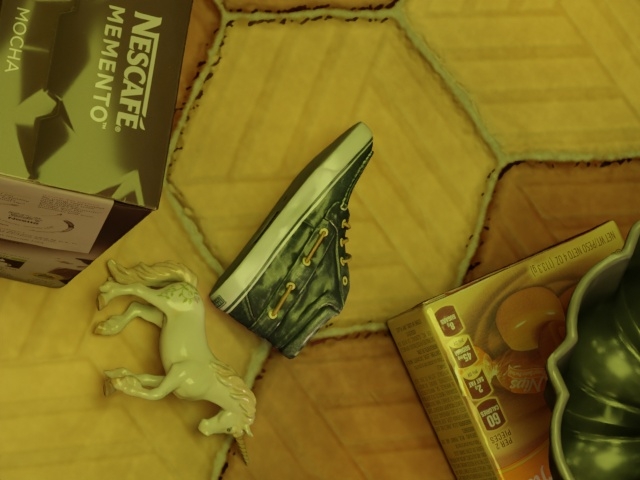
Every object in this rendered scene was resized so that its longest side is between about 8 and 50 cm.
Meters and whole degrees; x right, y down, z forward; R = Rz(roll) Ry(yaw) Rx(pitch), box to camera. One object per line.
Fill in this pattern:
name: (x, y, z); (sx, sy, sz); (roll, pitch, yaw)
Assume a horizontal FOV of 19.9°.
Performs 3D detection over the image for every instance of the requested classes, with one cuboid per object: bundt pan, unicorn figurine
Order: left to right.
unicorn figurine: (-0.106, 0.087, 1.336); (0.111, 0.060, 0.162); (-3, 81, -19)
bundt pan: (0.308, 0.139, 1.315); (0.331, 0.124, 0.331); (3, 70, -7)

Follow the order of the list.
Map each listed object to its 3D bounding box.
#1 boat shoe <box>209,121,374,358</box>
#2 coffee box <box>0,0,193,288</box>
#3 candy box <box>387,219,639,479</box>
boat shoe: (0.000, 0.000, 1.390); (0.083, 0.065, 0.183); (40, 76, -10)
coffee box: (-0.183, -0.080, 1.215); (0.119, 0.297, 0.168); (13, 76, -16)
candy box: (0.203, 0.165, 1.410); (0.183, 0.087, 0.316); (-23, 87, -21)
